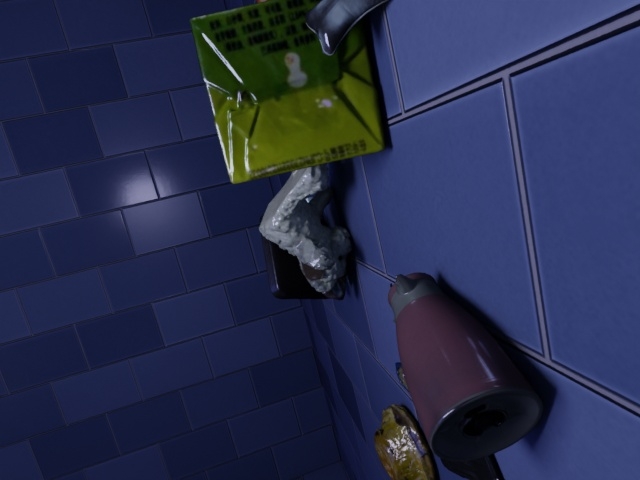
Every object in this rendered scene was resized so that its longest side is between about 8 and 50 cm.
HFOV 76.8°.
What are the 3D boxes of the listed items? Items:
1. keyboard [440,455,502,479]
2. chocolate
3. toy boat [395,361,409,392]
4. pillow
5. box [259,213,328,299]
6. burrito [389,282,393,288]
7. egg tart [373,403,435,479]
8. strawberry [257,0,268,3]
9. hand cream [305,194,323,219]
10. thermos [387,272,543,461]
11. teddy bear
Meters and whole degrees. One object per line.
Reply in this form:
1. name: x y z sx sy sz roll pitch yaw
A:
1. keyboard: 0.274 0.412 0.782 0.262 0.016 0.106 104 149 -70
2. chocolate: -0.052 -0.280 0.760 0.137 0.301 0.288 -94 -8 -79
3. toy boat: 0.216 0.307 0.849 0.229 0.046 0.080 161 95 -79
4. pillow: 0.039 -0.365 0.629 0.055 0.136 0.091 27 -141 -39
5. box: -0.059 0.050 1.299 0.073 0.290 0.288 -26 68 38
6. burrito: 0.175 0.147 0.838 0.074 0.044 0.118 -156 54 -79
7. egg tart: 0.214 0.559 1.069 0.241 0.106 0.241 165 90 -75
8. strawberry: -0.054 -0.528 0.935 0.306 0.138 0.233 51 -169 -6
9. hand cream: 0.000 0.000 1.483 0.085 0.058 0.331 -174 69 -77
10. thermos: 0.187 0.167 0.604 0.176 0.146 0.265 52 -168 -32
11. teddy bear: 0.029 -0.034 1.139 0.375 0.362 0.327 -48 21 32
